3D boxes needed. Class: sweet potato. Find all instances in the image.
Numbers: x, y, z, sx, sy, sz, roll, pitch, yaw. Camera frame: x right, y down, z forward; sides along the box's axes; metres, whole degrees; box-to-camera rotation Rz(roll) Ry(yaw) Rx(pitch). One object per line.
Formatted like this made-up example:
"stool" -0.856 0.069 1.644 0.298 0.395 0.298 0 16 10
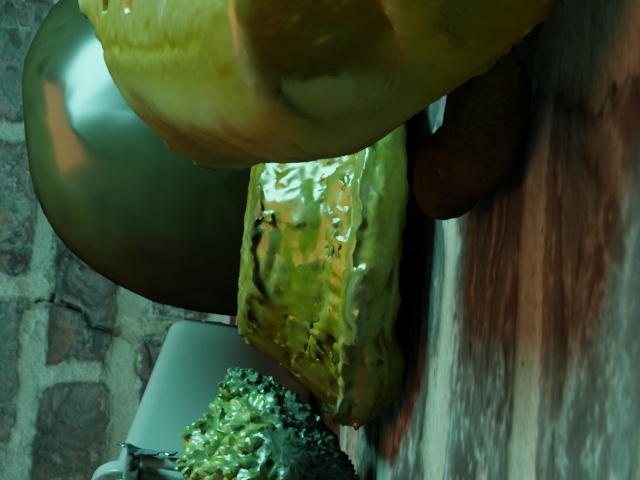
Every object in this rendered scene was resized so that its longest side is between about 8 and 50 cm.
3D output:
"sweet potato" 0.089 -0.051 0.903 0.218 0.051 0.065 109 160 -66

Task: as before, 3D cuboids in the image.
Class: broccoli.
"broccoli" -0.048 0.239 1.290 0.198 0.176 0.226 -27 -43 -74

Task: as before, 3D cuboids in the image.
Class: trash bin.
"trash bin" -0.114 0.253 1.657 0.368 0.255 0.296 -81 -1 -56

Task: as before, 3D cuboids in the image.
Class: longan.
"longan" -0.129 -0.110 1.530 0.404 0.336 0.404 54 -170 -14

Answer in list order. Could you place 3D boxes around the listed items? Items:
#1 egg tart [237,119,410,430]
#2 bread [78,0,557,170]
"egg tart" 0.000 0.000 1.258 0.341 0.132 0.341 -176 90 -84
"bread" 0.007 -0.225 0.833 0.394 0.250 0.361 6 112 67
